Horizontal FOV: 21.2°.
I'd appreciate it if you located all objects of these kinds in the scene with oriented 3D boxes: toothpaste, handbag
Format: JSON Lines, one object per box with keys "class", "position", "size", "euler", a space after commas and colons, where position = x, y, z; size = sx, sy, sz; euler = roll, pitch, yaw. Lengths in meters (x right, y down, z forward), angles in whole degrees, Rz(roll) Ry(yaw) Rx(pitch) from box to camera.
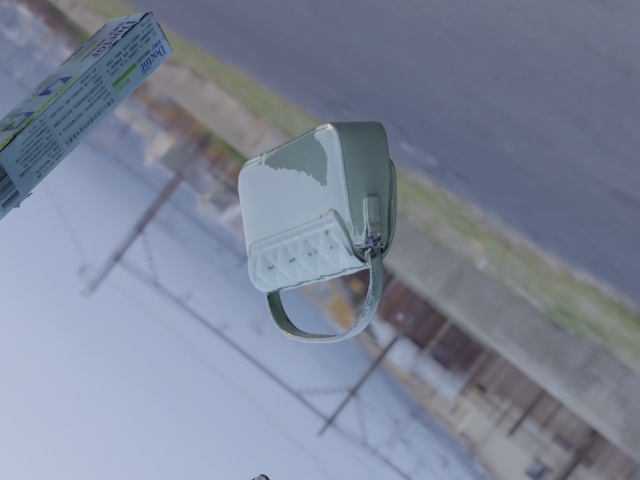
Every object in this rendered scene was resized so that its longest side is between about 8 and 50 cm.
{"class": "toothpaste", "position": [-0.299, -0.144, 1.946], "size": [0.081, 0.336, 0.067], "euler": [-2, 126, 42]}
{"class": "handbag", "position": [0.000, 0.000, 1.785], "size": [0.079, 0.219, 0.256], "euler": [-1, 172, -29]}

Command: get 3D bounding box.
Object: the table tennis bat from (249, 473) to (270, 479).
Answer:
{"class": "table tennis bat", "position": [-0.005, 0.285, 1.615], "size": [0.236, 0.150, 0.027], "euler": [49, -163, -45]}
